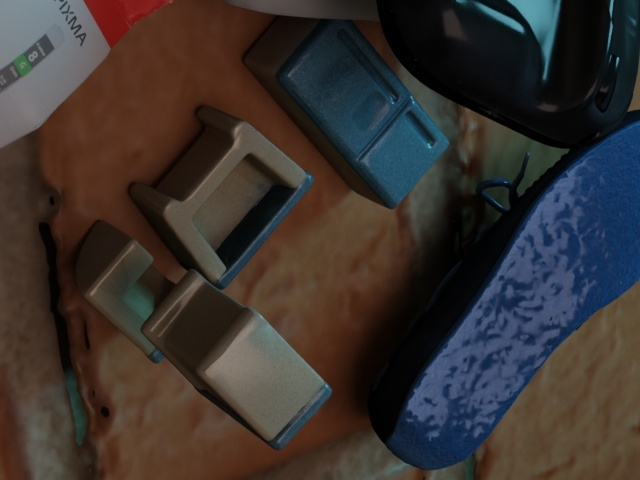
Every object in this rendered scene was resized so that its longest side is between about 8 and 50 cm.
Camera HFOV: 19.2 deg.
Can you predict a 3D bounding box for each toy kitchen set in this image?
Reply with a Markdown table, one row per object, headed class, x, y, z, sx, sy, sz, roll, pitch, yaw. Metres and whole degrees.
| class | x | y | z | sx | sy | sz | roll | pitch | yaw |
| --- | --- | --- | --- | --- | --- | --- | --- | --- | --- |
| toy kitchen set | 0.000 | 0.000 | 0.991 | 0.207 | 0.166 | 0.122 | -50 | 128 | -9 |

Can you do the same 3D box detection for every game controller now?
| class | x | y | z | sx | sy | sz | roll | pitch | yaw |
| --- | --- | --- | --- | --- | --- | --- | --- | --- | --- |
| game controller | 0.105 | -0.210 | 0.978 | 0.166 | 0.067 | 0.319 | 18 | 66 | -28 |

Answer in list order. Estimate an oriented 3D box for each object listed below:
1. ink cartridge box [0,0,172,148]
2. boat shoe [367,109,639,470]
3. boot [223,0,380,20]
| class | x | y | z | sx | sy | sz | roll | pitch | yaw |
| --- | --- | --- | --- | --- | --- | --- | --- | --- | --- |
| ink cartridge box | -0.152 | -0.142 | 0.869 | 0.225 | 0.056 | 0.181 | -29 | 123 | -2 |
| boat shoe | 0.113 | 0.016 | 1.133 | 0.258 | 0.089 | 0.109 | -43 | 113 | -8 |
| boot | 0.063 | -0.183 | 1.009 | 0.258 | 0.095 | 0.123 | -3 | 116 | -33 |
